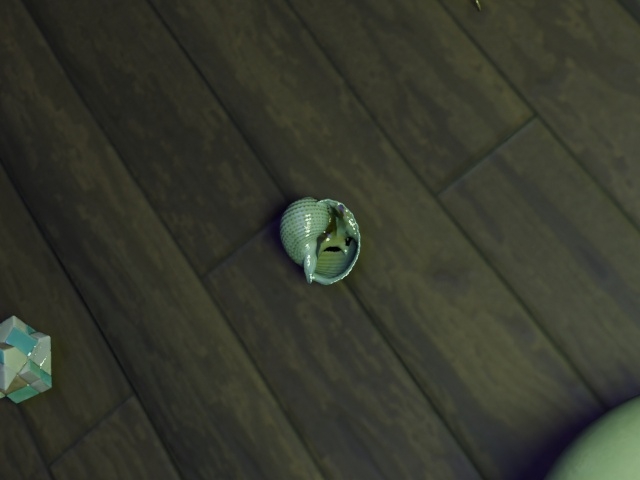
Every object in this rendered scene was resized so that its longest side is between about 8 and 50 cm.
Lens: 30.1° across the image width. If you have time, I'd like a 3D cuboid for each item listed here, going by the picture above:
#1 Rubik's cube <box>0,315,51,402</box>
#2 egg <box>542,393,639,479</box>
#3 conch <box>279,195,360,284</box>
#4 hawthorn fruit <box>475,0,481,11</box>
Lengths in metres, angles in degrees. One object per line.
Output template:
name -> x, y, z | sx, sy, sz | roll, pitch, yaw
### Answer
Rubik's cube -> -0.314, 0.127, 1.221 | 0.084, 0.075, 0.073 | -37, 44, 26
egg -> 0.255, 0.206, 0.885 | 0.183, 0.183, 0.217 | 31, 98, 28
conch -> 0.000, -0.001, 1.135 | 0.076, 0.056, 0.085 | -7, 91, 2
hawthorn fruit -> 0.127, -0.306, 1.132 | 0.125, 0.125, 0.140 | -5, 71, 23
